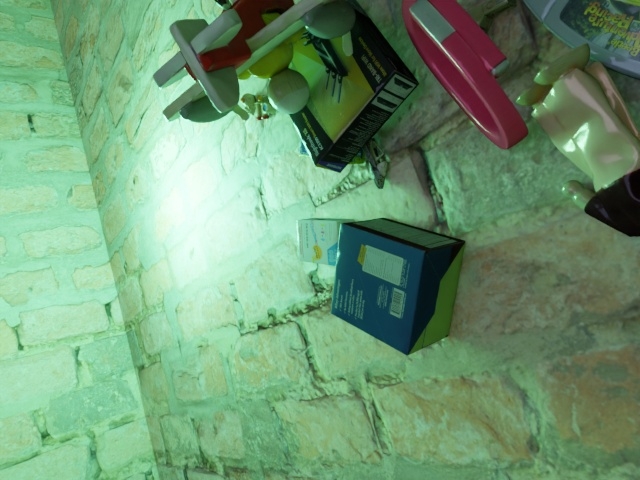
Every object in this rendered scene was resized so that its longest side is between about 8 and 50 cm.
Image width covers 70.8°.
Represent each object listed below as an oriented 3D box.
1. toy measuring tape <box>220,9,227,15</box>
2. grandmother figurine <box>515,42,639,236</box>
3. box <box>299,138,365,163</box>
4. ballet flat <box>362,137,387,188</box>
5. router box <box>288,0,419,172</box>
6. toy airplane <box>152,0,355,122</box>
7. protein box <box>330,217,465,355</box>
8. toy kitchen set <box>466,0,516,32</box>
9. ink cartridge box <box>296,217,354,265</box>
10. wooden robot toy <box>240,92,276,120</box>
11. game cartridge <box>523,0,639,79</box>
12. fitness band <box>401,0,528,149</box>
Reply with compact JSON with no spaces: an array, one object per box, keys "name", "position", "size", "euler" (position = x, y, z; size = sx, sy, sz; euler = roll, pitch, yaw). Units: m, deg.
[{"name":"toy measuring tape","position":[-0.190,-0.510,1.134],"size":[0.121,0.121,0.330],"euler":[-52,40,40]},{"name":"grandmother figurine","position":[0.397,-0.083,0.581],"size":[0.104,0.208,0.343],"euler":[-29,80,4]},{"name":"box","position":[0.024,-0.213,1.027],"size":[0.168,0.054,0.059],"euler":[19,110,44]},{"name":"ballet flat","position":[0.118,-0.165,0.944],"size":[0.041,0.041,0.115],"euler":[-30,75,47]},{"name":"router box","position":[0.029,-0.337,0.933],"size":[0.243,0.080,0.309],"euler":[-47,55,33]},{"name":"toy airplane","position":[-0.119,-0.340,0.836],"size":[0.384,0.272,0.386],"euler":[-47,32,-7]},{"name":"protein box","position":[0.144,0.077,0.880],"size":[0.201,0.135,0.200],"euler":[21,112,44]},{"name":"toy kitchen set","position":[0.267,-0.341,0.722],"size":[0.075,0.068,0.084],"euler":[-10,89,49]},{"name":"ink cartridge box","position":[0.000,0.000,1.085],"size":[0.181,0.061,0.105],"euler":[4,99,48]},{"name":"wooden robot toy","position":[-0.174,-0.365,1.206],"size":[0.173,0.079,0.077],"euler":[5,100,48]},{"name":"game cartridge","position":[0.416,-0.323,0.573],"size":[0.294,0.060,0.196],"euler":[50,134,31]},{"name":"fitness band","position":[0.217,-0.267,0.689],"size":[0.054,0.209,0.291],"euler":[-36,74,15]}]
